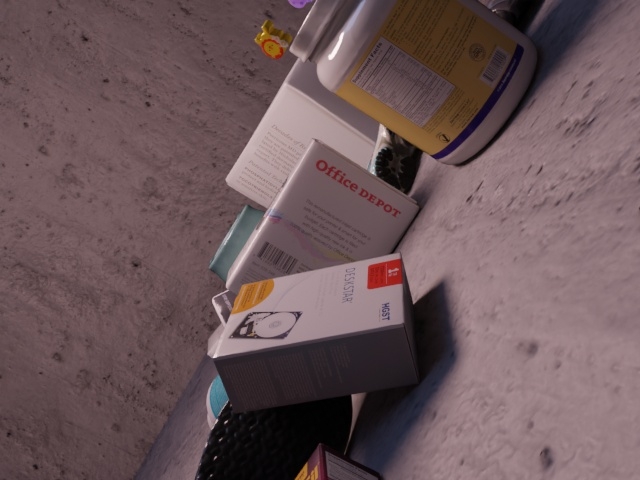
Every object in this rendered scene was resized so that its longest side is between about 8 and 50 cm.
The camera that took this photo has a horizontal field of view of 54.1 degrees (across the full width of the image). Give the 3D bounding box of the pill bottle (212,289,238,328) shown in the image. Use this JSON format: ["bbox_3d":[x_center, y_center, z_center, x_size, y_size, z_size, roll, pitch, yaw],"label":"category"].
[{"bbox_3d":[-0.088,0.121,1.291,0.245,0.131,0.130,-27,4,-11],"label":"pill bottle"}]

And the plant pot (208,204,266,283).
[{"bbox_3d":[-0.119,0.053,1.518,0.272,0.255,0.272,-56,10,16],"label":"plant pot"}]

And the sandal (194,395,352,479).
[{"bbox_3d":[-0.095,0.349,0.785,0.107,0.167,0.446,101,-166,-62],"label":"sandal"}]

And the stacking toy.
[{"bbox_3d":[-0.009,-0.383,0.900,0.221,0.052,0.167,-39,24,59],"label":"stacking toy"}]

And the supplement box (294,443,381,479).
[{"bbox_3d":[0.010,0.297,0.596,0.104,0.080,0.188,-58,9,9],"label":"supplement box"}]

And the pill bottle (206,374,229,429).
[{"bbox_3d":[-0.115,0.272,1.137,0.264,0.146,0.146,-50,13,40],"label":"pill bottle"}]

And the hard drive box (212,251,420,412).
[{"bbox_3d":[0.002,0.114,0.803,0.232,0.089,0.181,-12,24,10],"label":"hard drive box"}]

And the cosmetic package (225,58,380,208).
[{"bbox_3d":[0.004,-0.284,1.710,0.394,0.327,0.329,-48,14,45],"label":"cosmetic package"}]

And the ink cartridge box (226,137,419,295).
[{"bbox_3d":[0.000,0.000,1.145,0.306,0.226,0.131,-57,10,6],"label":"ink cartridge box"}]

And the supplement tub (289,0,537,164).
[{"bbox_3d":[0.143,-0.299,0.997,0.241,0.331,0.241,-57,9,14],"label":"supplement tub"}]

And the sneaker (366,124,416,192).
[{"bbox_3d":[0.146,-0.187,1.336,0.122,0.110,0.283,-53,11,53],"label":"sneaker"}]

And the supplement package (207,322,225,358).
[{"bbox_3d":[-0.179,0.246,1.508,0.134,0.139,0.244,-50,6,-7],"label":"supplement package"}]

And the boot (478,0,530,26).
[{"bbox_3d":[0.342,-0.428,1.109,0.338,0.118,0.223,114,180,-70],"label":"boot"}]
